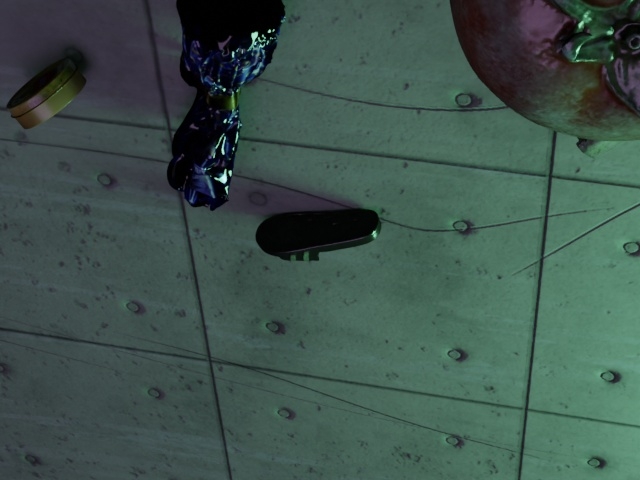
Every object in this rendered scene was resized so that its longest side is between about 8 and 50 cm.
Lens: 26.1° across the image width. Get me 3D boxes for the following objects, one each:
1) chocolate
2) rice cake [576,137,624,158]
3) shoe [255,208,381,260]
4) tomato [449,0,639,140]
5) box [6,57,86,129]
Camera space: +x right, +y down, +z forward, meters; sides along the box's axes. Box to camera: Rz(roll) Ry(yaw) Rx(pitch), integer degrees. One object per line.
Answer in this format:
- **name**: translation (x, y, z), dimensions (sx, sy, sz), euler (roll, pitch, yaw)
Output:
- **chocolate**: translation (-0.129, -0.172, 1.693), dimensions (0.148, 0.126, 0.343), euler (49, 149, 23)
- **rice cake**: translation (0.379, -0.156, 1.589), dimensions (0.047, 0.036, 0.207), euler (25, 140, -28)
- **shoe**: translation (0.000, 0.000, 1.868), dimensions (0.179, 0.071, 0.049), euler (-6, 138, 19)
- **tomato**: translation (0.278, -0.249, 1.324), dimensions (0.317, 0.282, 0.316), euler (1, 129, 2)
- **box**: translation (-0.347, -0.185, 1.747), dimensions (0.106, 0.105, 0.037), euler (-21, 118, 36)
